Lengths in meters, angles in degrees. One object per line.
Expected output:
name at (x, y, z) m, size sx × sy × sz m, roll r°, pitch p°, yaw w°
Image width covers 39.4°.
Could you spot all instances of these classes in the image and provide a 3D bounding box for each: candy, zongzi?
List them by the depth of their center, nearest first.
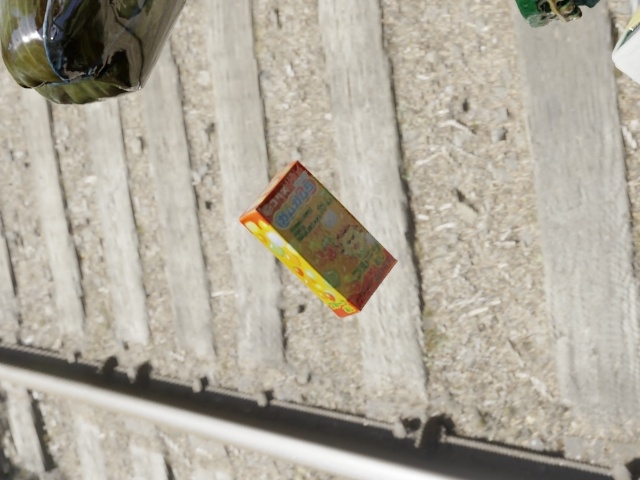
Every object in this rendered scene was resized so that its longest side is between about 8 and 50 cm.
candy at (0.000, 0.000, 0.721) m, size 0.122 × 0.062 × 0.038 m, roll 45°, pitch 153°, yaw -12°
zongzi at (-0.253, -0.379, 0.807) m, size 0.208 × 0.432 × 0.403 m, roll 0°, pitch 57°, yaw 33°

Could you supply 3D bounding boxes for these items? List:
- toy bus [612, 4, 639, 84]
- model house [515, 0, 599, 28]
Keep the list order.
toy bus at (0.378, -0.248, 0.752) m, size 0.097 × 0.138 × 0.342 m, roll 37°, pitch 160°, yaw 0°
model house at (0.222, -0.260, 0.718) m, size 0.149 × 0.119 × 0.148 m, roll -11°, pitch 130°, yaw 28°
